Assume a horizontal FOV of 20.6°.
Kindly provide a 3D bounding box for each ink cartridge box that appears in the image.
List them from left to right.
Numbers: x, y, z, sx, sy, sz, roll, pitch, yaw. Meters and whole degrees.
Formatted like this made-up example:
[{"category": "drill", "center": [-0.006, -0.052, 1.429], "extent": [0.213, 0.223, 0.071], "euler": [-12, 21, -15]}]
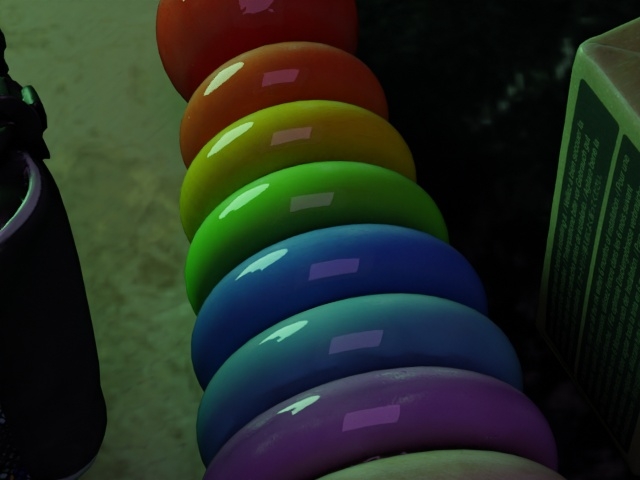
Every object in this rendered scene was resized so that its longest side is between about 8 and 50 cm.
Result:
[{"category": "ink cartridge box", "center": [0.206, -0.031, 0.672], "extent": [0.235, 0.193, 0.088], "euler": [-25, 60, -15]}]

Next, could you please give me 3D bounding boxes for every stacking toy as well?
[{"category": "stacking toy", "center": [0.000, 0.000, 0.695], "extent": [0.141, 0.141, 0.330], "euler": [-10, 55, -6]}]

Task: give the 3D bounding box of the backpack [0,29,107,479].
[{"category": "backpack", "center": [-0.215, 0.040, 0.611], "extent": [0.254, 0.191, 0.225], "euler": [-13, 29, -14]}]
